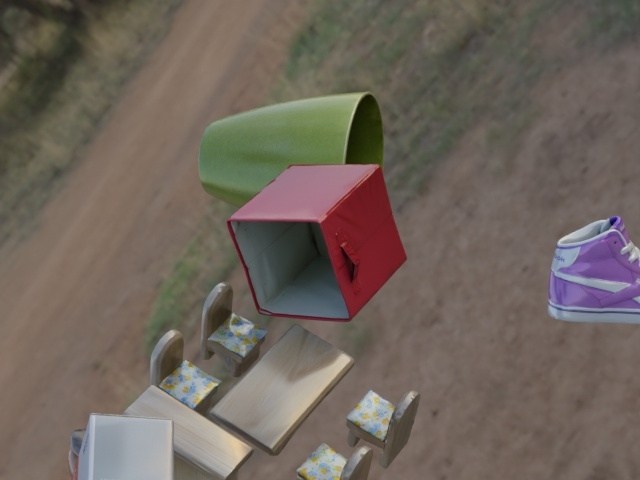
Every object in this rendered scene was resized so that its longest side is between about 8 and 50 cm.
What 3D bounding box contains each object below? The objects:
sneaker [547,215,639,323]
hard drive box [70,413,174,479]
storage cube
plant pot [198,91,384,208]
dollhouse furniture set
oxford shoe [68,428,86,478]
[{"bbox_3d":[0.497,0.044,2.041,0.102,0.282,0.161,-115,26,-73],"label":"sneaker"},{"bbox_3d":[-0.206,0.321,1.340,0.181,0.089,0.232,115,156,-50],"label":"hard drive box"},{"bbox_3d":[0.000,0.000,2.114,0.215,0.184,0.193,1,31,36],"label":"storage cube"},{"bbox_3d":[-0.061,-0.139,2.381,0.293,0.275,0.275,5,43,16],"label":"plant pot"},{"bbox_3d":[-0.099,0.247,1.923,0.394,0.362,0.256,-45,-25,-38],"label":"dollhouse furniture set"},{"bbox_3d":[-0.274,0.331,1.739,0.212,0.076,0.076,36,115,52],"label":"oxford shoe"}]
